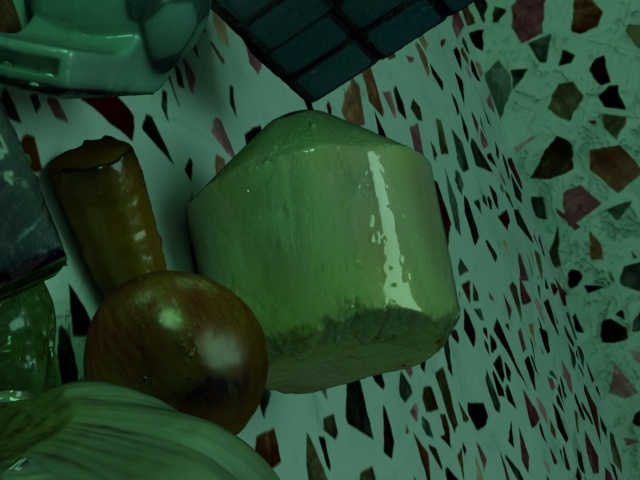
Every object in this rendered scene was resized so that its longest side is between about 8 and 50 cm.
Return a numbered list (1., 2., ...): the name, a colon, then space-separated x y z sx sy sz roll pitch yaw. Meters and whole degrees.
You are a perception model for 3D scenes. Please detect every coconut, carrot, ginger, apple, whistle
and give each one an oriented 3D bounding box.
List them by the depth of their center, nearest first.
1. ginger: -0.218 0.062 1.220 0.137 0.089 0.290 78 3 -78
2. apple: -0.108 0.095 1.420 0.146 0.146 0.146 -17 90 -73
3. whistle: -0.172 -0.194 1.483 0.289 0.163 0.163 -16 88 -73
4. carrot: -0.147 0.021 1.497 0.072 0.072 0.205 -63 136 -66
5. coconut: 0.000 0.000 1.704 0.239 0.239 0.244 32 43 -65

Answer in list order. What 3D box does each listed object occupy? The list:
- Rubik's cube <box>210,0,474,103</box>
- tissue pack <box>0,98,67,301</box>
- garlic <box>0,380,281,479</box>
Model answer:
1. Rubik's cube: 0.003 -0.387 1.762 0.344 0.344 0.337 61 11 21
2. tissue pack: -0.264 -0.022 1.073 0.235 0.073 0.173 -28 95 -55
3. garlic: -0.152 0.194 0.935 0.241 0.322 0.322 47 26 -19
